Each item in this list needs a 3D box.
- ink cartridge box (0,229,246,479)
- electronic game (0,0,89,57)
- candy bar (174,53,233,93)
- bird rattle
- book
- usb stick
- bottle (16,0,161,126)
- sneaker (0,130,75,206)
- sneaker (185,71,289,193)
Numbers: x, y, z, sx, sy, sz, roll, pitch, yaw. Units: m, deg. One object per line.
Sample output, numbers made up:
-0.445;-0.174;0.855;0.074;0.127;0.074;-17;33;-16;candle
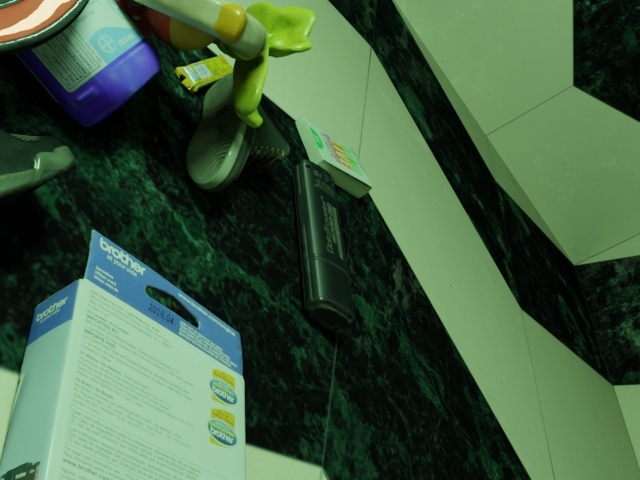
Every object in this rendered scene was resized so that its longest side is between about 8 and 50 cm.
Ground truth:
-0.131;0.159;0.553;0.186;0.065;0.311;41;32;-38;ink cartridge box
-0.286;-0.251;0.604;0.229;0.048;0.229;6;75;-25;electronic game
-0.148;-0.224;1.030;0.040;0.018;0.161;53;24;-7;candy bar
-0.134;-0.244;0.803;0.254;0.143;0.207;34;5;2;bird rattle
0.020;-0.135;1.261;0.144;0.035;0.096;25;37;-52;book
0.000;0.000;1.035;0.077;0.045;0.277;33;34;-35;usb stick
-0.269;-0.241;0.705;0.282;0.092;0.118;52;23;-18;bottle
-0.264;-0.071;0.521;0.130;0.087;0.227;65;28;-3;sneaker
-0.087;-0.108;0.935;0.118;0.083;0.222;50;26;-31;sneaker
